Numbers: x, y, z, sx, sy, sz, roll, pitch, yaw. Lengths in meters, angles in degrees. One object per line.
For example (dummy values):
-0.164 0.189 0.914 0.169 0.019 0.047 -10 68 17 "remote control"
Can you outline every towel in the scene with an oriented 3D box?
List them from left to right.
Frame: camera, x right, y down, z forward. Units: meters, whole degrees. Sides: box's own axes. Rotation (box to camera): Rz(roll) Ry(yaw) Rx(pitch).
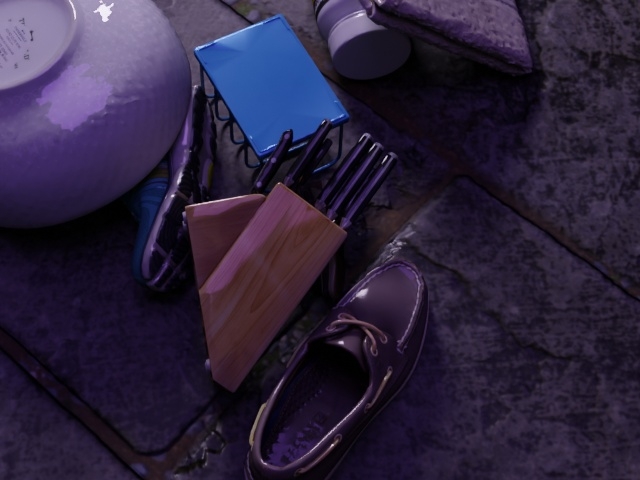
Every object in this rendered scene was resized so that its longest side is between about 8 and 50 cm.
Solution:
0.146 -0.312 1.645 0.282 0.049 0.187 15 54 -38 "towel"

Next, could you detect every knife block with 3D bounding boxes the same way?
-0.022 0.013 1.452 0.242 0.088 0.275 -9 84 -6 "knife block"

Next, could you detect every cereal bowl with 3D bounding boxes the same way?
-0.325 -0.189 1.531 0.339 0.141 0.339 -8 56 11 "cereal bowl"

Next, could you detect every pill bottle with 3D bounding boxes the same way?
0.046 -0.315 1.677 0.119 0.119 0.208 -8 61 -6 "pill bottle"

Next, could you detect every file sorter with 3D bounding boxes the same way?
-0.060 -0.160 1.595 0.118 0.104 0.170 -24 65 -16 "file sorter"

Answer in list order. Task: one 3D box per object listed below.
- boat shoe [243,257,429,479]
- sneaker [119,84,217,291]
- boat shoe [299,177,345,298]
0.025 0.140 1.434 0.116 0.096 0.324 30 64 14 "boat shoe"
-0.187 -0.058 1.554 0.110 0.107 0.275 -7 54 16 "sneaker"
0.000 0.000 1.542 0.049 0.056 0.152 -7 60 9 "boat shoe"
